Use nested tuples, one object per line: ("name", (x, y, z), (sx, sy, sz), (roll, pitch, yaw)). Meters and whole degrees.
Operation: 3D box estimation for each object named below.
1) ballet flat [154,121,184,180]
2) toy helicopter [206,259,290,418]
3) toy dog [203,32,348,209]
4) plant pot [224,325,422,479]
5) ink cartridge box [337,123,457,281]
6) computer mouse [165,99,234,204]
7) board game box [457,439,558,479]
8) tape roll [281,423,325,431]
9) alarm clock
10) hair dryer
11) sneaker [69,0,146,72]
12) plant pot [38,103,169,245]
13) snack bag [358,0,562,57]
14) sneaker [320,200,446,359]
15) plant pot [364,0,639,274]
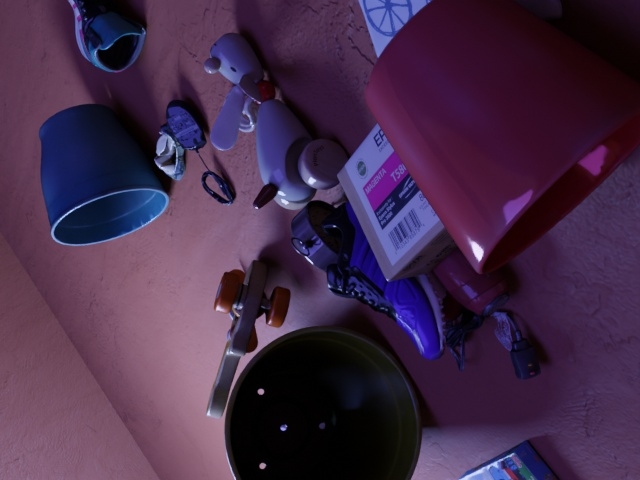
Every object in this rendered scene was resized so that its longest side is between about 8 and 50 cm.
("ballet flat", (-0.326, -0.189, 1.846), (0.070, 0.070, 0.188), (44, 146, 21))
("toy helicopter", (-0.182, 0.207, 1.826), (0.235, 0.140, 0.355), (-113, 40, -72))
("toy dog", (-0.110, -0.178, 1.461), (0.333, 0.161, 0.220), (45, 146, 20))
("plant pot", (-0.038, 0.369, 1.695), (0.366, 0.366, 0.353), (58, 160, 1))
("ink cartridge box", (0.139, -0.081, 1.203), (0.193, 0.088, 0.234), (65, 145, 20))
("computer mouse", (-0.240, -0.181, 1.766), (0.071, 0.041, 0.242), (-17, 109, 30))
("board game box", (0.343, 0.445, 1.482), (0.160, 0.039, 0.211), (51, 149, 11))
("tape roll", (-0.019, 0.490, 1.984), (0.189, 0.080, 0.189), (35, 141, 34))
("alarm clock", (0.000, 0.000, 1.447), (0.064, 0.192, 0.129), (-42, 78, 24))
("hair dryer", (0.206, 0.089, 1.328), (0.224, 0.080, 0.293), (-2, 113, 58))
("sneaker", (-0.440, -0.456, 1.714), (0.178, 0.124, 0.295), (38, 151, 38))
("plant pot", (-0.517, -0.162, 1.974), (0.255, 0.272, 0.271), (67, 151, 16))
("snack bag", (0.122, -0.405, 1.061), (0.323, 0.037, 0.342), (0, 119, 54))
("sneaker", (0.088, 0.068, 1.348), (0.102, 0.146, 0.293), (82, 165, -69))
("plant pot", (0.198, -0.139, 0.966), (0.243, 0.275, 0.275), (50, 148, 16))
